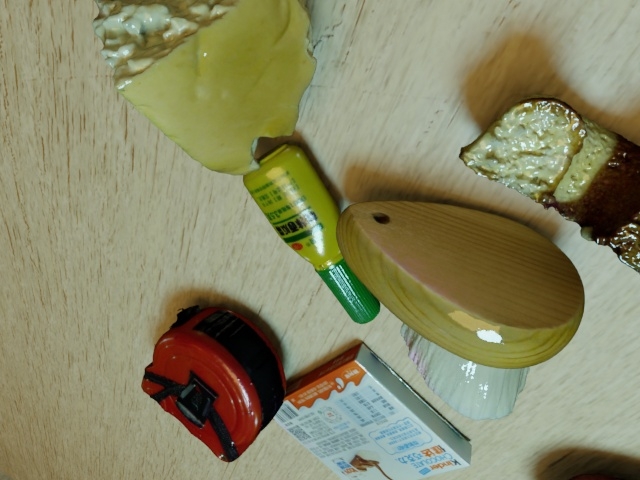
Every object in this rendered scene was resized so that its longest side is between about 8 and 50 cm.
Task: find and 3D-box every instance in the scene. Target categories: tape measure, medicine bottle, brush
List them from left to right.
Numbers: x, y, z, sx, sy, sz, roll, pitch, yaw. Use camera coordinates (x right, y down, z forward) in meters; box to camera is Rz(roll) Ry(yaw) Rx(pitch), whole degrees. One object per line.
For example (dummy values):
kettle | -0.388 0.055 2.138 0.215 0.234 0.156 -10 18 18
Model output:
tape measure | -0.186 0.236 0.739 0.253 0.114 0.260 35 126 13
medicine bottle | 0.000 0.000 0.558 0.095 0.064 0.261 -22 112 32
brush | 0.133 0.062 0.487 0.266 0.174 0.166 26 138 16

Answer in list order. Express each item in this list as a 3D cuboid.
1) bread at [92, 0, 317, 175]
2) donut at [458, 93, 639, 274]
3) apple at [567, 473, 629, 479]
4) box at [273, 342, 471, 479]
bread | -0.089 -0.198 0.428 0.211 0.224 0.184 -35 72 -3
donut | 0.236 -0.058 0.379 0.217 0.141 0.085 31 118 1
apple | 0.420 0.448 0.579 0.233 0.234 0.234 11 125 16
box | 0.071 0.328 0.752 0.265 0.048 0.273 45 126 -7
